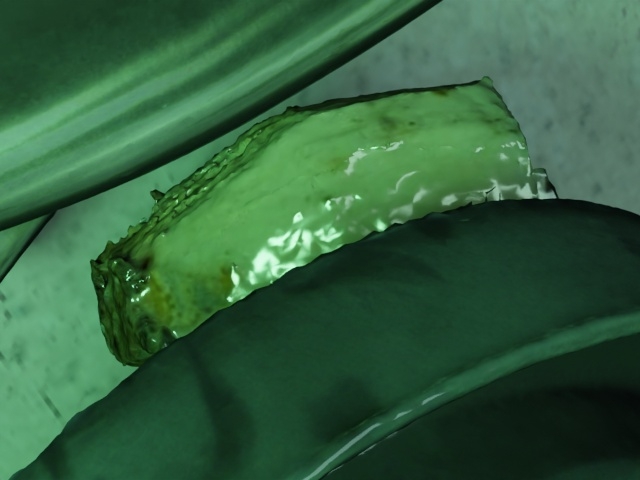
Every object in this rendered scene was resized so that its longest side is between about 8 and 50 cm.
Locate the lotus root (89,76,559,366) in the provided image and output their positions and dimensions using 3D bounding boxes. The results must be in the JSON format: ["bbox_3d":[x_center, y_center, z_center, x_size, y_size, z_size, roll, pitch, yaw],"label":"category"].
[{"bbox_3d":[0.000,-0.004,0.543,0.144,0.143,0.070,-11,84,-11],"label":"lotus root"}]

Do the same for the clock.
[{"bbox_3d":[0.021,0.133,0.499,0.325,0.067,0.325,-22,136,-23],"label":"clock"}]

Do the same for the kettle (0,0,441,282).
[{"bbox_3d":[-0.086,-0.105,0.446,0.271,0.251,0.207,-40,75,-7],"label":"kettle"}]
